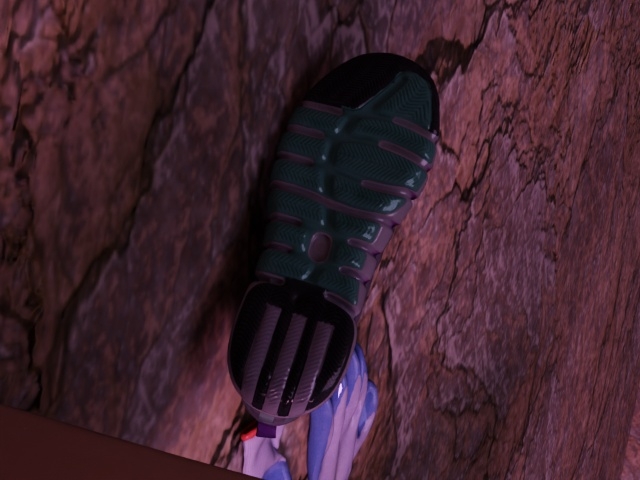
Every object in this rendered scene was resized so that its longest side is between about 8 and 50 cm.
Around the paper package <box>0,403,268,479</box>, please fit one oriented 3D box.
[{"bbox_3d":[-0.048,0.226,0.362,0.309,0.324,0.168,-52,146,-47],"label":"paper package"}]

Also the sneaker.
[{"bbox_3d":[0.000,0.000,0.714,0.098,0.083,0.224,109,4,-67],"label":"sneaker"}]

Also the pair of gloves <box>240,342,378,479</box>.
[{"bbox_3d":[-0.007,0.155,0.806,0.198,0.023,0.159,-33,131,-58],"label":"pair of gloves"}]
